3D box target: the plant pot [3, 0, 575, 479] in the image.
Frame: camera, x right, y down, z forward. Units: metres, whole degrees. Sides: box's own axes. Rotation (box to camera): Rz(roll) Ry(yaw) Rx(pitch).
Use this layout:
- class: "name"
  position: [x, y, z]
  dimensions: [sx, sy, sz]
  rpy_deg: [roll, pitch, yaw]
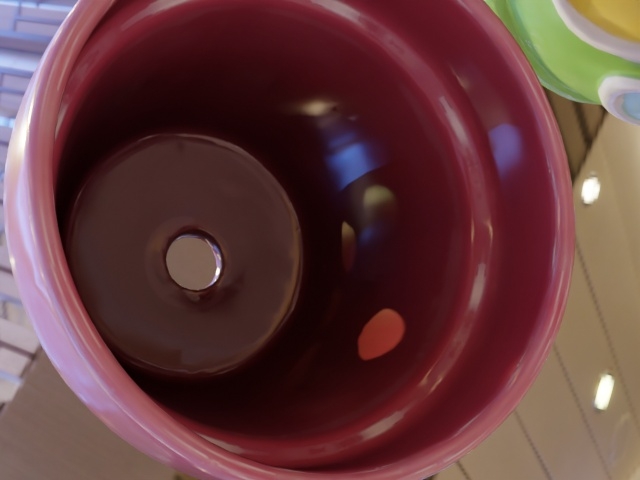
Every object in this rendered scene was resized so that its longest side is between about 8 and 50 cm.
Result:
- class: "plant pot"
  position: [-0.032, -0.004, 0.424]
  dimensions: [0.201, 0.180, 0.201]
  rpy_deg: [4, -99, -24]

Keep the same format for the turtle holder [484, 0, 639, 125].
- class: "turtle holder"
  position: [0.190, -0.175, 0.489]
  dimensions: [0.320, 0.227, 0.243]
  rpy_deg: [31, -88, -44]
